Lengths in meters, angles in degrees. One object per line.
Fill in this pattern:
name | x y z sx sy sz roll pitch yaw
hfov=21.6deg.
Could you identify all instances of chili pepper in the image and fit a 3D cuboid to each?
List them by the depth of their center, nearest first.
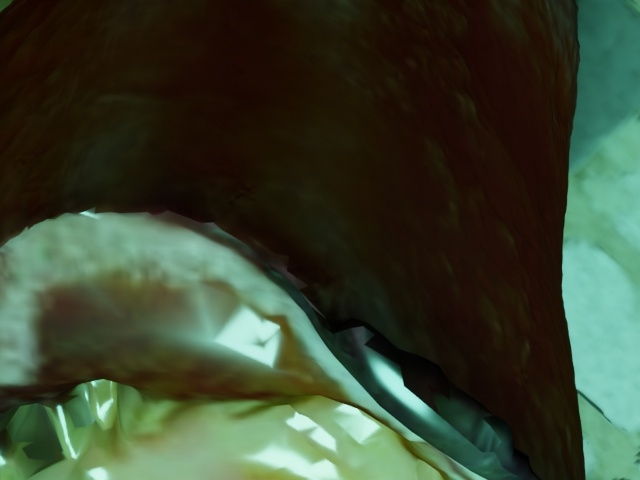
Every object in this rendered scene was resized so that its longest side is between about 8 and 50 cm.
chili pepper | 0.000 0.000 0.532 0.229 0.305 0.251 -16 123 32

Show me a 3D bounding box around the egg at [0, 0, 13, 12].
egg | -0.208 -0.123 0.627 0.201 0.201 0.244 -19 121 41
